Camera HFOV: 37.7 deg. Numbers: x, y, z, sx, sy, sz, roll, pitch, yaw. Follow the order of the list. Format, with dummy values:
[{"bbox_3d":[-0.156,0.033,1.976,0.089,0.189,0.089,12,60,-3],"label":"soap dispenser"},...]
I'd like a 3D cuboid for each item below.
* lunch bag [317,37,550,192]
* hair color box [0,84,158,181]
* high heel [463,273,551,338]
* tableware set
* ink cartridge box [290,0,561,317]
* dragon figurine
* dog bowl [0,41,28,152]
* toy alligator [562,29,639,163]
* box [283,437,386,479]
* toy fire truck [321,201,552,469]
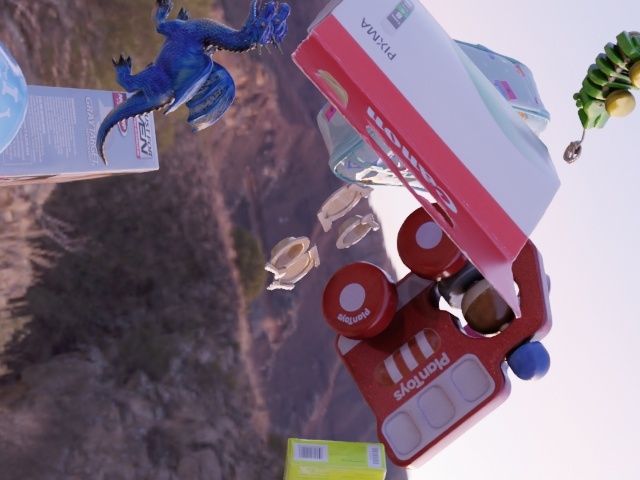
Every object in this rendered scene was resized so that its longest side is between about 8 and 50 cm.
[{"bbox_3d":[0.148,-0.150,1.217,0.224,0.279,0.108,-40,-124,38],"label":"lunch bag"},{"bbox_3d":[-0.391,-0.129,1.199,0.374,0.185,0.114,-14,99,-65],"label":"hair color box"},{"bbox_3d":[0.281,0.107,1.438,0.244,0.117,0.082,-57,162,-48],"label":"high heel"},{"bbox_3d":[0.000,0.000,1.075,0.020,0.168,0.141,51,0,20],"label":"tableware set"},{"bbox_3d":[0.071,-0.076,0.552,0.181,0.056,0.225,47,17,-11],"label":"ink cartridge box"},{"bbox_3d":[-0.158,-0.184,1.092,0.144,0.289,0.085,40,6,22],"label":"dragon figurine"},{"bbox_3d":[-0.363,-0.179,0.771,0.297,0.166,0.074,54,-18,22],"label":"dog bowl"},{"bbox_3d":[0.276,-0.147,0.921,0.190,0.051,0.056,121,-25,-43],"label":"toy alligator"},{"bbox_3d":[0.009,0.301,1.064,0.042,0.109,0.178,-91,-174,-54],"label":"box"},{"bbox_3d":[0.165,0.114,1.199,0.169,0.302,0.254,38,17,-54],"label":"toy fire truck"}]
